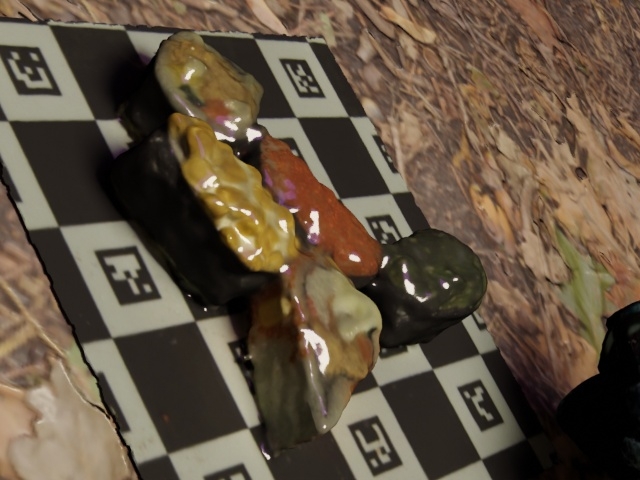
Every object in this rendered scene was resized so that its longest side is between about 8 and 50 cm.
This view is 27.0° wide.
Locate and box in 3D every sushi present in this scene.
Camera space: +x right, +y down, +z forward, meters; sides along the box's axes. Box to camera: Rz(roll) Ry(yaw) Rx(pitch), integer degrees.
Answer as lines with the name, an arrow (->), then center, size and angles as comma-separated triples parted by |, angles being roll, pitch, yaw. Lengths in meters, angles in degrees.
sushi -> 0.000, 0.000, 0.758 | 0.359, 0.064, 0.343 | -7, 66, -55

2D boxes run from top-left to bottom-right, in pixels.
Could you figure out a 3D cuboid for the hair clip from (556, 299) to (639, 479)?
hair clip -> 0.290, 0.098, 0.797 | 0.194, 0.310, 0.206 | -85, 158, -47
